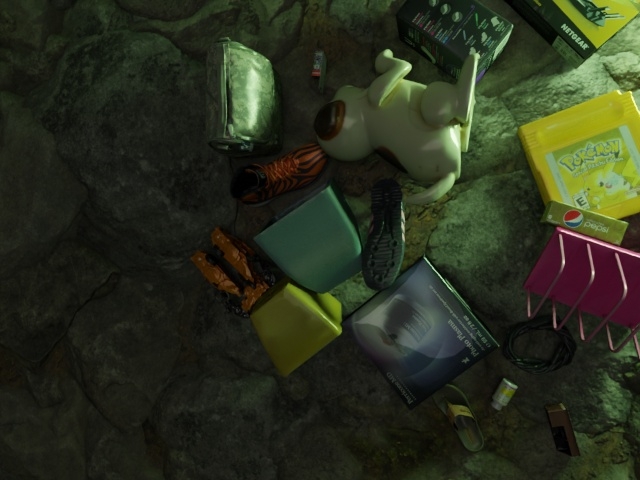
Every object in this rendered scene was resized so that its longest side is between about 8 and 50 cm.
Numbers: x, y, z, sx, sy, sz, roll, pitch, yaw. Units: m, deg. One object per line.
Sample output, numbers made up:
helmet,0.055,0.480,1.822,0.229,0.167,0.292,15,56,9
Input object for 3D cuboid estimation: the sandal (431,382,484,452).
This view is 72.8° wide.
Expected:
sandal,0.393,0.506,1.234,0.090,0.060,0.219,-27,84,12

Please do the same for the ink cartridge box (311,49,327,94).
ink cartridge box,-0.005,-0.511,1.324,0.029,0.063,0.115,8,92,12

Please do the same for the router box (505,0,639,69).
router box,0.679,-0.657,1.148,0.243,0.081,0.309,-42,81,10

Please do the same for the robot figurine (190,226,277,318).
robot figurine,-0.265,0.103,1.380,0.291,0.085,0.211,44,100,10

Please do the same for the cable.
cable,0.598,0.293,1.196,0.184,0.047,0.151,-24,90,10

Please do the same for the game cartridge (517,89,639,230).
game cartridge,0.723,-0.204,1.155,0.285,0.052,0.324,-20,87,13

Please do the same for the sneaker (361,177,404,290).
sneaker,0.186,-0.004,1.204,0.112,0.131,0.319,5,70,18

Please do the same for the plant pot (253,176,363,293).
plant pot,0.000,0.000,1.241,0.247,0.247,0.252,-33,99,12

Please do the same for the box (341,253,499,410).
box,0.270,0.244,1.203,0.294,0.182,0.296,-41,81,12

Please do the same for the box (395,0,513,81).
box,0.357,-0.566,1.183,0.270,0.165,0.143,40,99,10

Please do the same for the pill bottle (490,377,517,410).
pill bottle,0.510,0.431,1.214,0.043,0.043,0.083,30,97,12

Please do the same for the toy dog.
toy dog,0.190,-0.301,1.183,0.407,0.284,0.396,11,91,20

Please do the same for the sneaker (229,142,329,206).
sneaker,-0.128,-0.195,1.295,0.321,0.180,0.125,-31,83,12

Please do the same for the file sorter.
file sorter,0.684,0.139,1.062,0.290,0.182,0.202,21,127,13

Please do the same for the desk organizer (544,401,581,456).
desk organizer,0.656,0.515,1.178,0.050,0.047,0.130,-16,86,16

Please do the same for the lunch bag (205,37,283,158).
lunch bag,-0.240,-0.399,1.283,0.212,0.256,0.305,-1,91,14

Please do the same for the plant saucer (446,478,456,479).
plant saucer,0.467,0.897,1.209,0.332,0.081,0.333,17,95,13

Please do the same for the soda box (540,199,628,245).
soda box,0.673,-0.045,1.115,0.181,0.058,0.061,21,95,13

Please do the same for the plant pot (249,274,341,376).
plant pot,-0.080,0.216,1.245,0.212,0.212,0.187,-40,100,11
